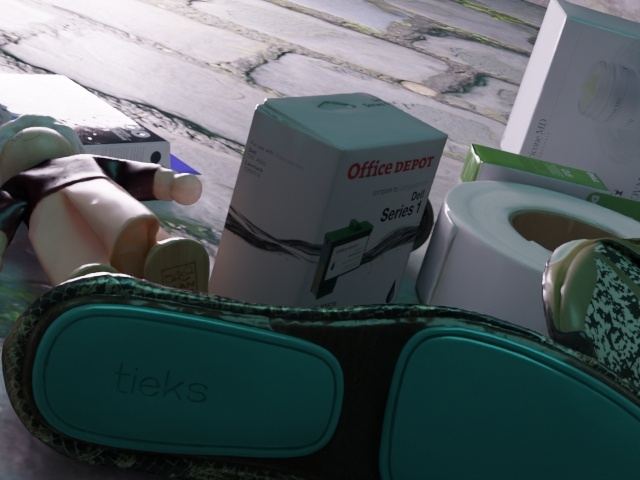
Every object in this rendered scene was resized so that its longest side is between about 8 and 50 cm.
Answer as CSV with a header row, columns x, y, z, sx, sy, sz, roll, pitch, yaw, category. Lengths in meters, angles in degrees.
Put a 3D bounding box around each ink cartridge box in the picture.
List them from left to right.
x,y,z,sx,sy,sz,roll,pitch,yaw,category
-0.261,-0.125,1.502,0.208,0.045,0.206,-4,29,-46,ink cartridge box
0.000,0.000,1.133,0.093,0.219,0.160,29,24,29,ink cartridge box
0.252,-0.027,1.553,0.209,0.109,0.062,12,22,-12,ink cartridge box

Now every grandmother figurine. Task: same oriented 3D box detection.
x,y,z,sx,sy,sz,roll,pitch,yaw,category
-0.203,-0.027,1.190,0.208,0.104,0.342,-10,27,-26,grandmother figurine

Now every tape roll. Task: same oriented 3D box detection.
x,y,z,sx,sy,sz,roll,pitch,yaw,category
0.241,0.041,1.385,0.286,0.100,0.286,15,21,-6,tape roll

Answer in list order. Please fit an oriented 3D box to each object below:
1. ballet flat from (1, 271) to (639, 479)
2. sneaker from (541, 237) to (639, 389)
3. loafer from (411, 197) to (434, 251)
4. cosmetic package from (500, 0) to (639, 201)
x,y,z,sx,sy,sz,roll,pitch,yaw,category
0.022,0.114,0.989,0.483,0.164,0.182,12,1,-7,ballet flat
0.330,0.040,1.138,0.182,0.158,0.410,-25,-9,41,sneaker
0.060,-0.028,1.426,0.111,0.112,0.319,24,29,4,loafer
0.387,-0.180,1.883,0.225,0.224,0.138,15,20,-4,cosmetic package
